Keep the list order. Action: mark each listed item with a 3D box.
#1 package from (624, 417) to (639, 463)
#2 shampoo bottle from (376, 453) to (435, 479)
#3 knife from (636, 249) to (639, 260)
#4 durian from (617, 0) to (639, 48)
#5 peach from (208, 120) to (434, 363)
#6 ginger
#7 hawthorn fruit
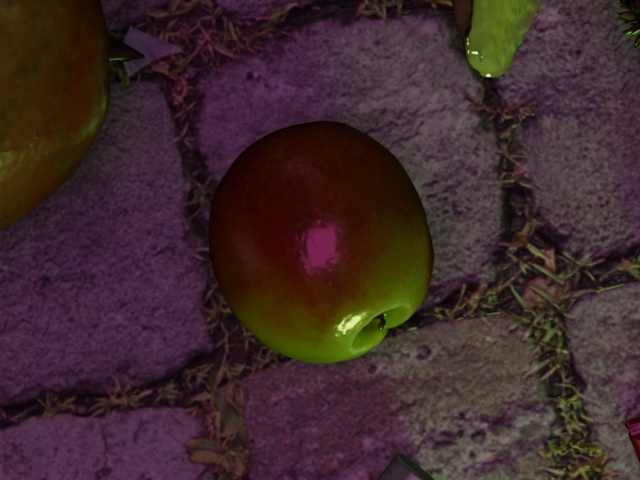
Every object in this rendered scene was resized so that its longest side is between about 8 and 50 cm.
[{"bbox_3d":[0.369,0.263,1.792,0.083,0.022,0.200,-17,87,5],"label":"package"},{"bbox_3d":[0.040,0.305,1.807,0.056,0.056,0.195,37,93,4],"label":"shampoo bottle"},{"bbox_3d":[0.431,-0.073,1.771,0.123,0.053,0.278,29,94,-1],"label":"knife"},{"bbox_3d":[0.395,-0.276,1.682,0.225,0.291,0.291,6,91,-30],"label":"durian"},{"bbox_3d":[0.000,0.000,1.726,0.231,0.231,0.231,0,90,6],"label":"peach"},{"bbox_3d":[0.146,-0.261,1.784,0.122,0.115,0.193,13,100,27],"label":"ginger"},{"bbox_3d":[-0.361,-0.170,1.697,0.403,0.403,0.403,0,90,6],"label":"hawthorn fruit"}]
